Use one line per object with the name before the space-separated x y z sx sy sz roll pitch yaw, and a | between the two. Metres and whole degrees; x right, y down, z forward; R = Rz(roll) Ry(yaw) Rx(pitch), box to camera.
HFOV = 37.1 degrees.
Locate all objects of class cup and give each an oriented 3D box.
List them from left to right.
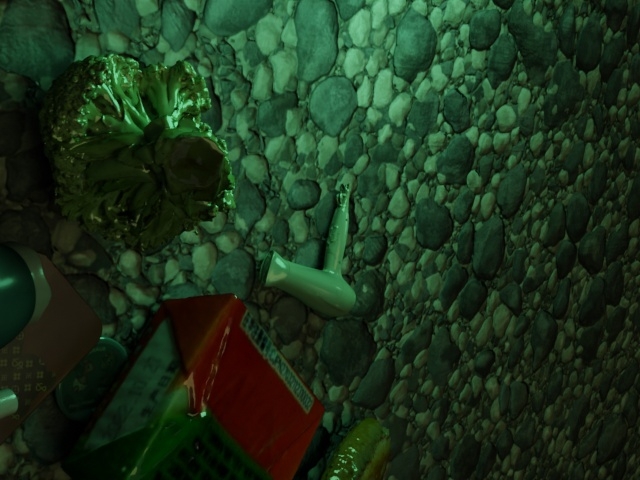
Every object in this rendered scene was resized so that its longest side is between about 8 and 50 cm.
cup | -0.423 0.069 1.138 0.173 0.167 0.299 -18 92 -53

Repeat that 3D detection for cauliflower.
cauliflower | -0.214 -0.105 1.238 0.275 0.250 0.272 -15 113 -40

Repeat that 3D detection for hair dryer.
hair dryer | 0.000 0.000 1.674 0.206 0.075 0.237 29 74 -43

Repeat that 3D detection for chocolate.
chocolate | -0.181 0.304 1.457 0.341 0.161 0.360 -61 142 -26

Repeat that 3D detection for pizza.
pizza | 0.004 0.579 1.809 0.440 0.130 0.406 -52 156 -51

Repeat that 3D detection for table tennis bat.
table tennis bat | -0.331 0.236 1.399 0.124 0.033 0.201 -17 111 -42

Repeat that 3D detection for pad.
pad | -0.421 0.158 1.273 0.267 0.004 0.181 -49 128 -24
